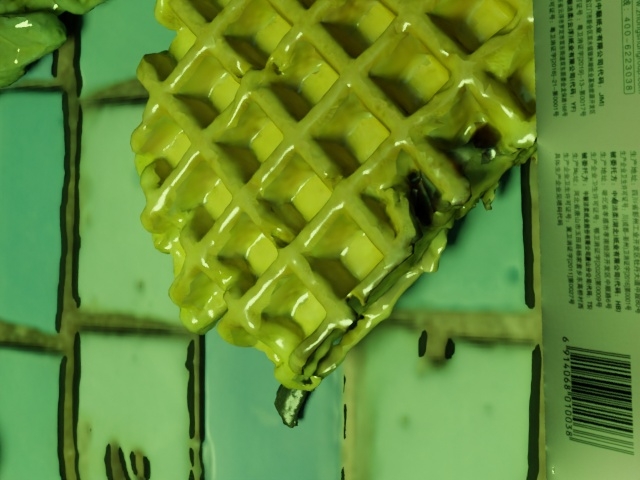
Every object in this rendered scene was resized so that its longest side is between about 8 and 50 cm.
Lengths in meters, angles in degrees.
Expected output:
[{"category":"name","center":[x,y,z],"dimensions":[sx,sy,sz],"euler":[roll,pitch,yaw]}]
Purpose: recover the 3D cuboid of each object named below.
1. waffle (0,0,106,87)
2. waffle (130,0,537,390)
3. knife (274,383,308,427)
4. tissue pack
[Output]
[{"category":"waffle","center":[-0.248,-0.244,0.707],"dimensions":[0.309,0.056,0.292],"euler":[-33,74,26]},{"category":"waffle","center":[0.019,-0.075,0.534],"dimensions":[0.283,0.065,0.310],"euler":[1,88,24]},{"category":"knife","center":[-0.005,-0.002,0.587],"dimensions":[0.045,0.021,0.222],"euler":[17,97,26]},{"category":"tissue pack","center":[0.171,-0.014,0.408],"dimensions":[0.148,0.092,0.246],"euler":[4,99,50]}]
